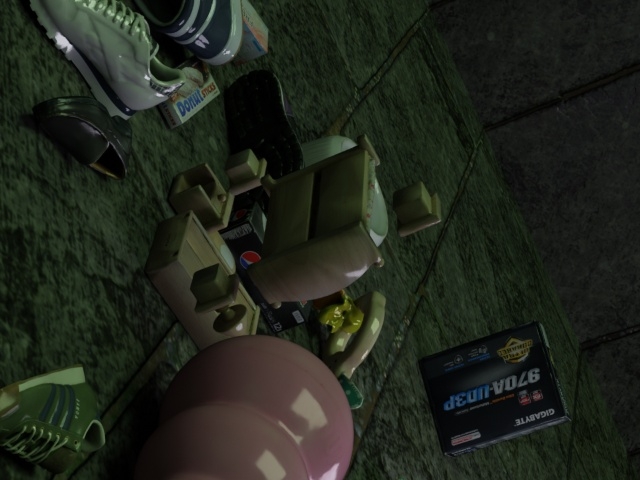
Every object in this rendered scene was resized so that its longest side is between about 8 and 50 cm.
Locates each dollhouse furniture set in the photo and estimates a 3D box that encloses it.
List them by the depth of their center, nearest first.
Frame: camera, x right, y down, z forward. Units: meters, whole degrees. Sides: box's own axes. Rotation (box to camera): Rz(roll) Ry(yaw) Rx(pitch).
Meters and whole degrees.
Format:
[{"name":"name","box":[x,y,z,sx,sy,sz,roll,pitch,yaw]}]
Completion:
[{"name":"dollhouse furniture set","box":[0.000,0.000,1.647,0.174,0.355,0.303,59,20,-29]}]

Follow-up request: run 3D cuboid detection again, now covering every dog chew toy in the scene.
[{"name":"dog chew toy","box":[-0.091,0.236,1.403,0.207,0.206,0.332,63,27,-17]}]

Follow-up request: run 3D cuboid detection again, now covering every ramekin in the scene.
[{"name":"ramekin","box":[0.020,-0.062,2.150,0.207,0.109,0.207,53,24,-37]}]

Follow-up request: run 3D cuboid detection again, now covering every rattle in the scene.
[{"name":"rattle","box":[0.005,0.140,1.961,0.143,0.130,0.200,44,55,-29]}]

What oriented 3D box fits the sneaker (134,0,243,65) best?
[{"name":"sneaker","box":[-0.186,-0.387,1.910,0.153,0.099,0.282,18,58,-56]}]

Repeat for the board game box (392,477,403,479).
[{"name":"board game box","box":[0.124,0.468,1.985,0.124,0.039,0.260,7,65,-68]}]

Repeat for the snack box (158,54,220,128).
[{"name":"snack box","box":[-0.180,-0.201,1.884,0.064,0.022,0.178,63,19,-12]}]

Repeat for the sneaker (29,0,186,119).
[{"name":"sneaker","box":[-0.251,-0.247,1.629,0.235,0.094,0.090,52,26,-37]}]

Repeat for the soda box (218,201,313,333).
[{"name":"soda box","box":[-0.073,0.037,1.874,0.169,0.053,0.060,61,20,-22]}]

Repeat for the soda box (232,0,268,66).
[{"name":"soda box","box":[-0.145,-0.347,2.084,0.183,0.058,0.063,54,24,-39]}]

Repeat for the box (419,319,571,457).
[{"name":"box","box":[0.294,0.251,2.393,0.051,0.220,0.175,34,40,-63]}]

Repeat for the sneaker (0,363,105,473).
[{"name":"sneaker","box":[-0.243,0.165,1.245,0.086,0.064,0.192,65,15,5]}]

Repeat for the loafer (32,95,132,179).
[{"name":"loafer","box":[-0.252,-0.112,1.536,0.170,0.062,0.061,22,54,-63]}]

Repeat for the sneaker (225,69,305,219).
[{"name":"sneaker","box":[-0.057,-0.106,2.005,0.124,0.107,0.283,56,22,-49]}]
